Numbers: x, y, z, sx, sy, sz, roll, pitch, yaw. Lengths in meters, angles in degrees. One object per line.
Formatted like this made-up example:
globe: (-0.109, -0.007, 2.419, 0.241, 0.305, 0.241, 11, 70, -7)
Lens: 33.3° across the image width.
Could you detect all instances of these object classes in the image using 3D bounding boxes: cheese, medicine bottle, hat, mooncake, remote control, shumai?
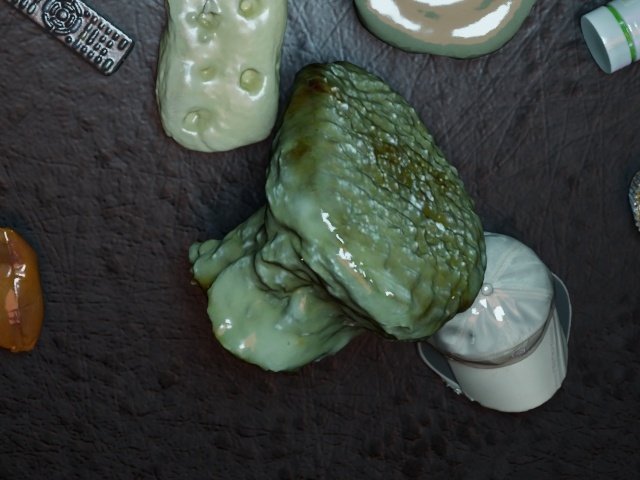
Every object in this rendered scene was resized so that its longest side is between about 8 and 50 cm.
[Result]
cheese: (-0.124, -0.240, 1.336, 0.159, 0.093, 0.263, 4, 109, -6)
medicine bottle: (0.437, -0.292, 1.374, 0.183, 0.086, 0.086, -26, 109, 4)
hat: (0.240, 0.122, 1.465, 0.232, 0.161, 0.275, -22, 113, 7)
mooncake: (0.147, -0.353, 1.302, 0.275, 0.135, 0.275, -1, 107, -2)
remote control: (-0.344, -0.298, 1.329, 0.245, 0.025, 0.063, 37, 101, -16)
shumai: (0.000, 0.000, 1.318, 0.324, 0.397, 0.323, 38, 123, -23)

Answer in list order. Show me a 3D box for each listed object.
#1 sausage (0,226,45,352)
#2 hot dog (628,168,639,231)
sausage: (-0.414, 0.063, 1.422, 0.089, 0.089, 0.179, -4, 106, -4)
hot dog: (0.557, -0.059, 1.473, 0.268, 0.075, 0.144, -9, 107, -5)
